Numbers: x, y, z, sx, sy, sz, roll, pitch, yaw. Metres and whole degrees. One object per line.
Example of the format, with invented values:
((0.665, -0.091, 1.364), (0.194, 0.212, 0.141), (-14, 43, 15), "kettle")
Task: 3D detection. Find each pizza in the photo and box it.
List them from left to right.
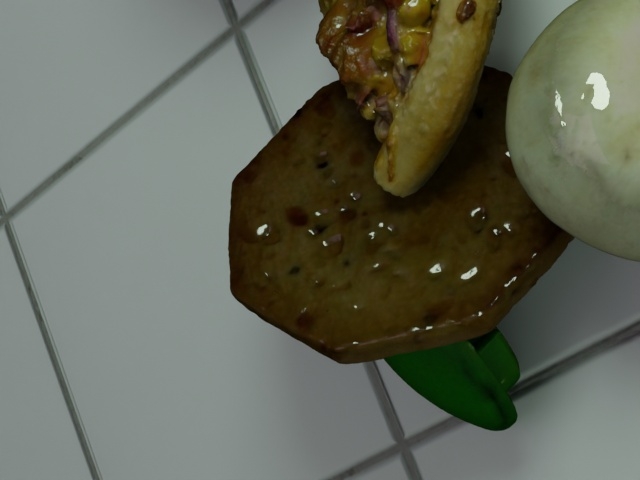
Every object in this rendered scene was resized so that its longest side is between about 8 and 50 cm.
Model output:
((0.078, -0.248, 1.555), (0.278, 0.114, 0.408), (20, 103, 63), "pizza")

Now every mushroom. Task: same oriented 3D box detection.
((0.276, -0.098, 1.438), (0.202, 0.246, 0.246), (121, 134, -79), "mushroom")

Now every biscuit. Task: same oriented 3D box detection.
((0.077, -0.035, 1.586), (0.359, 0.046, 0.359), (-12, 51, 15), "biscuit")

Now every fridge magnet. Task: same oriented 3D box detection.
((0.112, 0.101, 1.633), (0.088, 0.208, 0.208), (-44, 55, -13), "fridge magnet")
